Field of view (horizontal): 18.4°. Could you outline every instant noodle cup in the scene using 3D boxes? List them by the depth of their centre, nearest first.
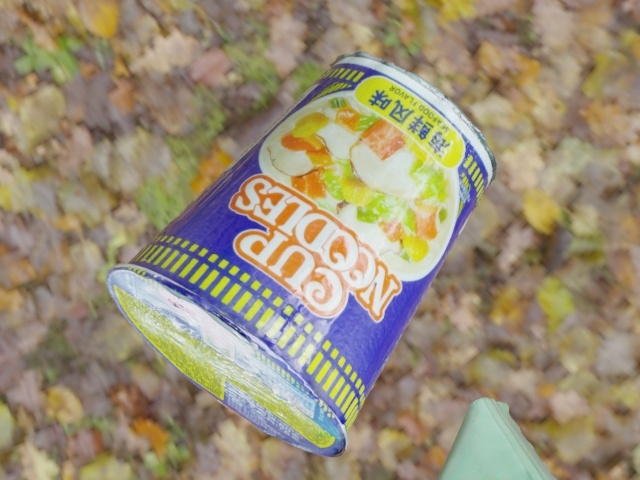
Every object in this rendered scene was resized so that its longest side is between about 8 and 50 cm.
[{"bbox_3d":[0.000,0.000,1.853,0.284,0.284,0.312,47,70,-27],"label":"instant noodle cup"}]

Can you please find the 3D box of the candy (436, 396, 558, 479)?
[{"bbox_3d":[0.099,0.366,1.986,0.398,0.263,0.172,-42,149,20],"label":"candy"}]
